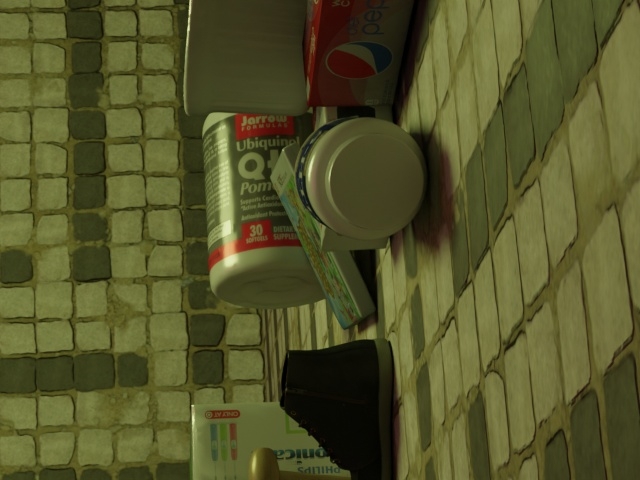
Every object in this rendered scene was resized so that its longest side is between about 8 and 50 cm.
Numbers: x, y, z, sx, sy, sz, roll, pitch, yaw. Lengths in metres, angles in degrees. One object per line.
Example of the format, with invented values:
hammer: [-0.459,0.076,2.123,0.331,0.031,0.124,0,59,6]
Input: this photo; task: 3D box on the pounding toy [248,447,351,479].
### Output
pounding toy: [-0.013,0.372,2.079,0.269,0.154,0.154,49,-141,-46]

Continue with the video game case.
video game case: [0.000,0.000,2.024,0.212,0.023,0.193,64,172,4]

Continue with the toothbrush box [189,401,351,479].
toothbrush box: [-0.073,0.318,2.336,0.283,0.206,0.122,100,168,-67]

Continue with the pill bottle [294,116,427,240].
pill bottle: [0.039,-0.057,1.574,0.186,0.112,0.112,-151,59,-83]

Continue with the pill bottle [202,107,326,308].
pill bottle: [-0.064,-0.085,2.241,0.176,0.176,0.319,103,163,-69]

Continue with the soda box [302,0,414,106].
soda box: [0.037,-0.228,1.617,0.263,0.092,0.083,98,169,-62]

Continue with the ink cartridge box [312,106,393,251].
ink cartridge box: [0.035,-0.091,1.781,0.127,0.072,0.175,102,166,-67]

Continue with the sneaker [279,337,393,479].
sneaker: [0.014,0.210,1.865,0.083,0.118,0.222,-110,19,-71]

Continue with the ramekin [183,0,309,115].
ramekin: [-0.063,-0.263,1.856,0.277,0.135,0.277,-172,90,-89]
